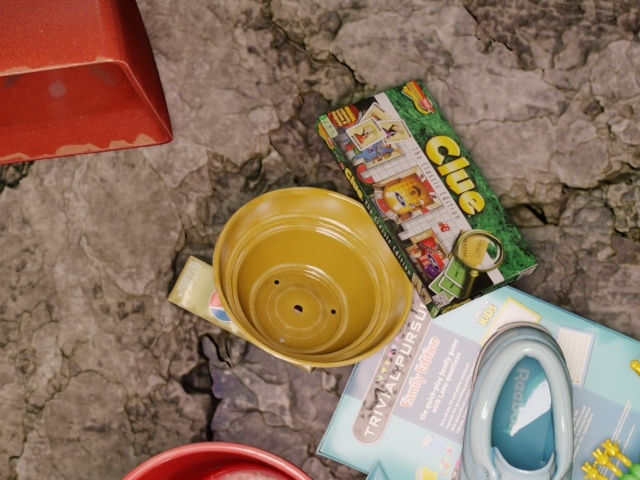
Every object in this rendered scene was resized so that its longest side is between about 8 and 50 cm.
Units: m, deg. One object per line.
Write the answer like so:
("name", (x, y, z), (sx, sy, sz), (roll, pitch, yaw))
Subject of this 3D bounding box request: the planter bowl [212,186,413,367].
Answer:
("planter bowl", (-0.016, 0.057, 1.784), (0.217, 0.090, 0.217), (7, 58, -11))

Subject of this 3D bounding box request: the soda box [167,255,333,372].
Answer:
("soda box", (-0.076, 0.082, 1.859), (0.181, 0.061, 0.058), (28, 91, 5))

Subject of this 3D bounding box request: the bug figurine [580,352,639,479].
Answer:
("bug figurine", (0.414, 0.244, 1.752), (0.279, 0.072, 0.216), (44, 84, -18))

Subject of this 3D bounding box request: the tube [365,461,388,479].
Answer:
("tube", (0.087, 0.343, 1.797), (0.052, 0.080, 0.207), (-10, 121, 39))

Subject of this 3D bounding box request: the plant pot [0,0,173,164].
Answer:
("plant pot", (-0.322, -0.240, 1.806), (0.267, 0.267, 0.235), (-6, 75, 5))

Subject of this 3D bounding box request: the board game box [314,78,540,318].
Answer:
("board game box", (0.115, -0.050, 1.807), (0.136, 0.030, 0.259), (-23, 69, -25))

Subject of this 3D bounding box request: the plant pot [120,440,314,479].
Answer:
("plant pot", (-0.091, 0.335, 1.760), (0.275, 0.243, 0.274), (0, 89, 5))

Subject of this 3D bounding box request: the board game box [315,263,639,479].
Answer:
("board game box", (0.200, 0.182, 1.824), (0.336, 0.079, 0.253), (24, 90, 5))

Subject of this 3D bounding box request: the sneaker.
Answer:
("sneaker", (0.193, 0.267, 1.706), (0.135, 0.150, 0.365), (-1, 88, 6))

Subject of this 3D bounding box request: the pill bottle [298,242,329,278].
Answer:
("pill bottle", (0.000, 0.000, 1.865), (0.043, 0.043, 0.083), (19, 90, 5))
